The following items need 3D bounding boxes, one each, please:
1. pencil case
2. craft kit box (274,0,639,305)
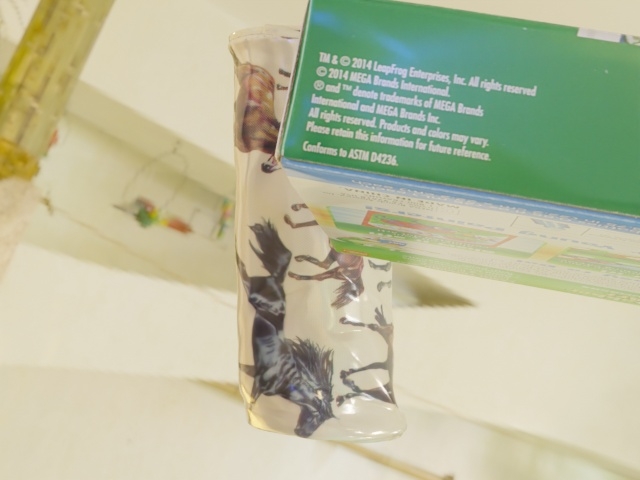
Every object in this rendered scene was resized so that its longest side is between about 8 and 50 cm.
[{"bbox_3d":[0.000,0.000,1.139,0.159,0.411,0.183,-1,2,29],"label":"pencil case"},{"bbox_3d":[0.122,-0.010,0.419,0.249,0.061,0.246,10,-8,5],"label":"craft kit box"}]
